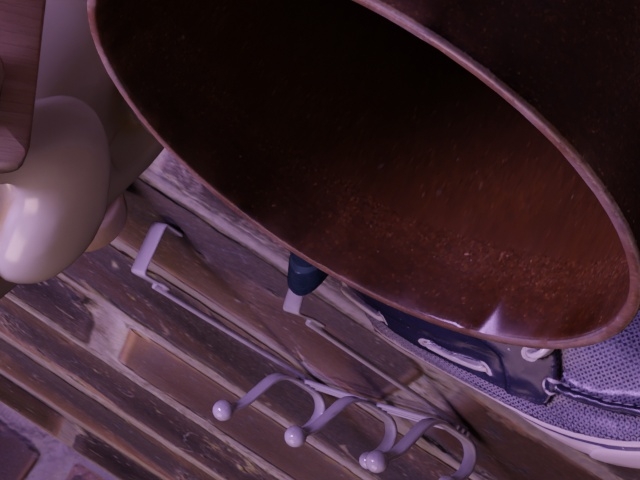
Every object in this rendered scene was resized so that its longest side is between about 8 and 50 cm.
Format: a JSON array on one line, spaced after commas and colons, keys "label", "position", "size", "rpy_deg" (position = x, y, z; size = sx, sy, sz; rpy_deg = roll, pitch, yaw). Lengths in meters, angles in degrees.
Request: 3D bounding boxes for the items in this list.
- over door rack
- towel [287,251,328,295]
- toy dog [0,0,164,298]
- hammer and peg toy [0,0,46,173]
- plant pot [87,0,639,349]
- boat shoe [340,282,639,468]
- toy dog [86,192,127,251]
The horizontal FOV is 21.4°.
[{"label": "over door rack", "position": [-0.024, 0.128, 1.618], "size": [0.239, 0.108, 0.324], "rpy_deg": [11, 151, 45]}, {"label": "towel", "position": [0.000, 0.000, 1.339], "size": [0.029, 0.067, 0.119], "rpy_deg": [32, 160, 9]}, {"label": "toy dog", "position": [-0.261, -0.057, 1.102], "size": [0.284, 0.408, 0.395], "rpy_deg": [34, 160, -1]}, {"label": "hammer and peg toy", "position": [-0.206, -0.171, 0.857], "size": [0.361, 0.266, 0.127], "rpy_deg": [6, 171, -13]}, {"label": "plant pot", "position": [0.068, -0.115, 0.618], "size": [0.215, 0.230, 0.215], "rpy_deg": [28, 159, 12]}, {"label": "boat shoe", "position": [0.131, 0.046, 1.151], "size": [0.340, 0.127, 0.158], "rpy_deg": [16, 161, 42]}, {"label": "toy dog", "position": [-0.338, -0.021, 1.523], "size": [0.161, 0.334, 0.220], "rpy_deg": [41, 141, 30]}]
